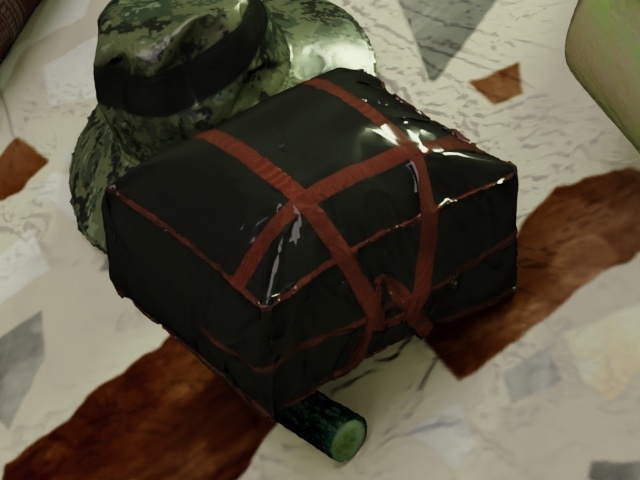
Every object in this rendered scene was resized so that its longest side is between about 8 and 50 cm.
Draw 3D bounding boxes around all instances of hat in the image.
[{"bbox_3d":[-0.091,-0.119,1.247,0.265,0.128,0.265,-13,45,14],"label":"hat"}]

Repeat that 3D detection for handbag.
[{"bbox_3d":[0.000,0.000,1.065,0.215,0.155,0.169,-27,41,-26],"label":"handbag"}]

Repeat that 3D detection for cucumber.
[{"bbox_3d":[-0.026,0.094,1.092,0.032,0.032,0.133,-47,47,-15],"label":"cucumber"}]

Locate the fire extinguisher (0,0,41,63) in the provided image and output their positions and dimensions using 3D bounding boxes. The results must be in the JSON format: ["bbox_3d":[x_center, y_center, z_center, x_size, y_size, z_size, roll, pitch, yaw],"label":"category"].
[{"bbox_3d":[-0.322,-0.138,1.382,0.114,0.135,0.337,21,62,8],"label":"fire extinguisher"}]

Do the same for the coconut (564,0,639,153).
[{"bbox_3d":[0.250,-0.132,1.022,0.236,0.236,0.204,23,25,40],"label":"coconut"}]
